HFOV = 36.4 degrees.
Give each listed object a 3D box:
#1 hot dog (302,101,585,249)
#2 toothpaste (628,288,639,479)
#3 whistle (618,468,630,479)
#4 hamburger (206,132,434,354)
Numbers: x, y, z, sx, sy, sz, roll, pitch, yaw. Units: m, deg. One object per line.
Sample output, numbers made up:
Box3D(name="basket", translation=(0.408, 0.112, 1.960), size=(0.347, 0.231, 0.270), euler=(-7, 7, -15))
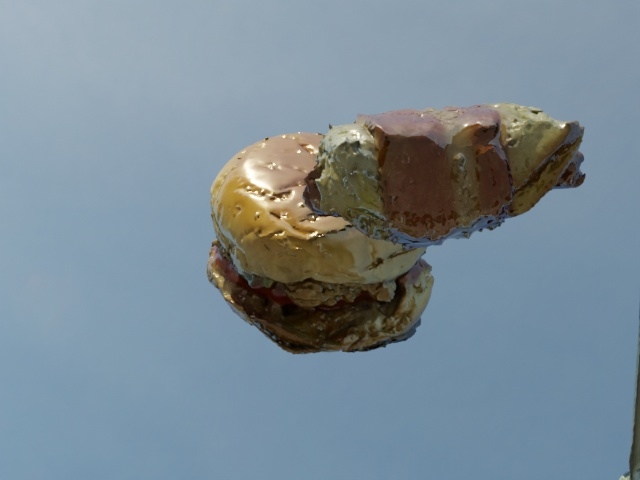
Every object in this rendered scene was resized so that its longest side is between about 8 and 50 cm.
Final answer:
Box3D(name="hot dog", translation=(0.092, -0.049, 0.731), size=(0.213, 0.146, 0.103), euler=(-3, -78, 4))
Box3D(name="toothpaste", translation=(0.275, 0.093, 0.783), size=(0.037, 0.061, 0.216), euler=(-154, -122, -66))
Box3D(name="whistle", translation=(0.359, 0.277, 1.005), size=(0.092, 0.244, 0.110), euler=(-50, -127, 0))
Box3D(name="hamburger", translation=(0.000, 0.000, 1.000), size=(0.244, 0.244, 0.163), euler=(21, -62, 22))
